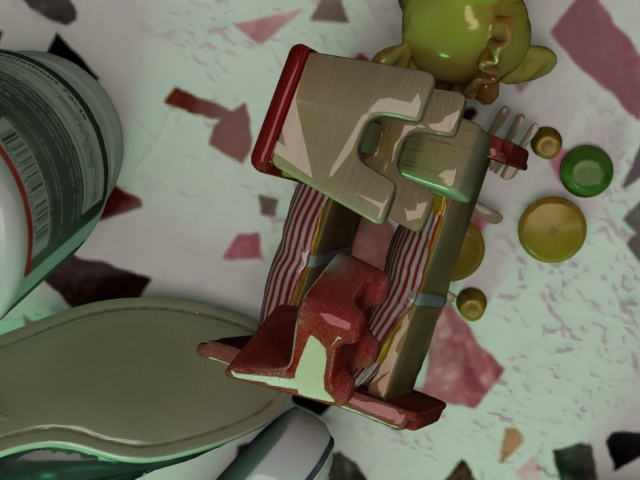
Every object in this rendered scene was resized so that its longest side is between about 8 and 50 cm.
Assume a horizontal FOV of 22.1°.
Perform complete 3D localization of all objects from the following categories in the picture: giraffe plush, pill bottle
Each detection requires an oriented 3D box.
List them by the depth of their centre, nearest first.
[{"bbox_3d":[-0.228,-0.037,1.055,0.161,0.283,0.161,2,104,7],"label":"pill bottle"},{"bbox_3d":[0.107,-0.176,1.056,0.181,0.210,0.170,15,134,0],"label":"giraffe plush"}]

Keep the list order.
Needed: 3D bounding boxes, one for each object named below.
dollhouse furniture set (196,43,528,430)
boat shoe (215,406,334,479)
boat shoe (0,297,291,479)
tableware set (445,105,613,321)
[{"bbox_3d":[0.000,0.000,0.969,0.152,0.374,0.201,19,92,15],"label":"dollhouse furniture set"},{"bbox_3d":[-0.066,0.292,1.194,0.156,0.136,0.367,35,108,-2],"label":"boat shoe"},{"bbox_3d":[-0.189,0.132,1.177,0.340,0.113,0.127,-14,64,-15],"label":"boat shoe"},{"bbox_3d":[0.132,-0.013,1.154,0.104,0.024,0.154,29,104,-4],"label":"tableware set"}]
